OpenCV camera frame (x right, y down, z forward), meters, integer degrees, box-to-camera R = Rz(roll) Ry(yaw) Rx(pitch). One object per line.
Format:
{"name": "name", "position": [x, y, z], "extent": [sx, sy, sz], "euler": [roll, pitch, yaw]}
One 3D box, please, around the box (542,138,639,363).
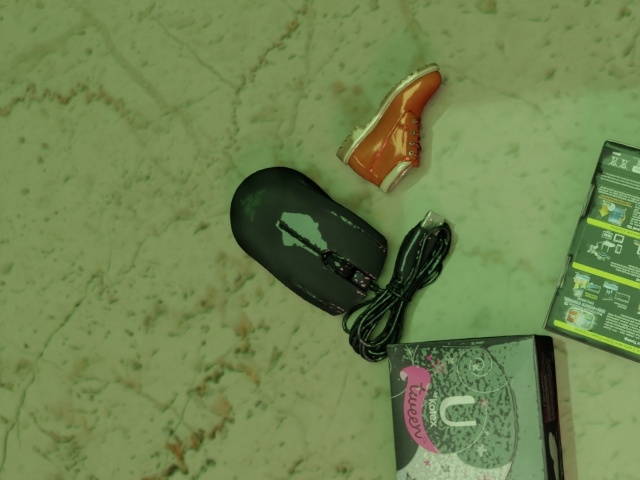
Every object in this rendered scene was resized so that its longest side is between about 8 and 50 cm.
{"name": "box", "position": [0.394, 0.035, 1.140], "extent": [0.270, 0.060, 0.216], "euler": [18, 96, 20]}

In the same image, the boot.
{"name": "boot", "position": [0.099, -0.129, 1.275], "extent": [0.084, 0.059, 0.158], "euler": [45, 107, 15]}

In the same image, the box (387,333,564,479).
{"name": "box", "position": [0.167, 0.226, 1.162], "extent": [0.163, 0.142, 0.247], "euler": [-6, 81, 18]}

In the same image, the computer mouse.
{"name": "computer mouse", "position": [0.000, 0.000, 1.283], "extent": [0.272, 0.072, 0.188], "euler": [31, 95, 20]}
